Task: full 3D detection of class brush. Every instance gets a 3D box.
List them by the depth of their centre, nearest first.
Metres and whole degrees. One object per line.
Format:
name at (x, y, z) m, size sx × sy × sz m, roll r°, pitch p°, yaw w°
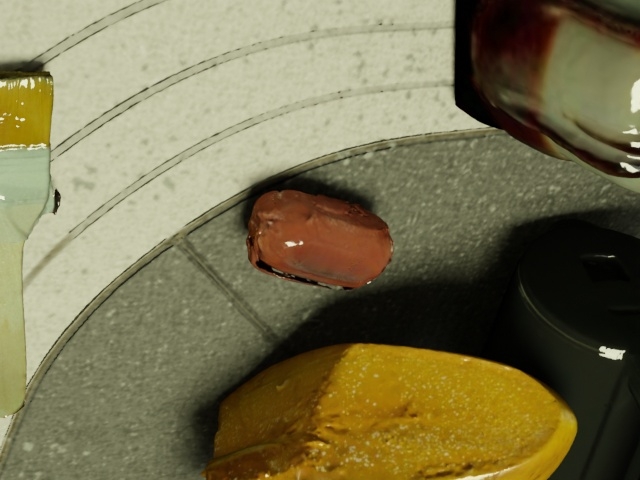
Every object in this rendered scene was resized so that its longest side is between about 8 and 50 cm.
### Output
brush at (-0.244, 0.019, 0.773) m, size 0.085 × 0.020 × 0.337 m, roll -6°, pitch 131°, yaw -25°

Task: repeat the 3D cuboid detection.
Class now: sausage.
sausage at (0.000, 0.000, 0.853) m, size 0.141 × 0.076 × 0.076 m, roll 13°, pitch 121°, yaw -34°

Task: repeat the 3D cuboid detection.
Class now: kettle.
kettle at (0.238, 0.173, 1.004) m, size 0.203 × 0.262 × 0.308 m, roll 17°, pitch 130°, yaw 10°

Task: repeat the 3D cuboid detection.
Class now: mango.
mango at (0.054, 0.187, 0.925) m, size 0.350 × 0.201 × 0.199 m, roll -13°, pitch 177°, yaw 13°

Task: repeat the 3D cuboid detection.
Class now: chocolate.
chocolate at (0.257, -0.152, 0.776) m, size 0.283 × 0.186 × 0.284 m, roll -15°, pitch 134°, yaw -16°
